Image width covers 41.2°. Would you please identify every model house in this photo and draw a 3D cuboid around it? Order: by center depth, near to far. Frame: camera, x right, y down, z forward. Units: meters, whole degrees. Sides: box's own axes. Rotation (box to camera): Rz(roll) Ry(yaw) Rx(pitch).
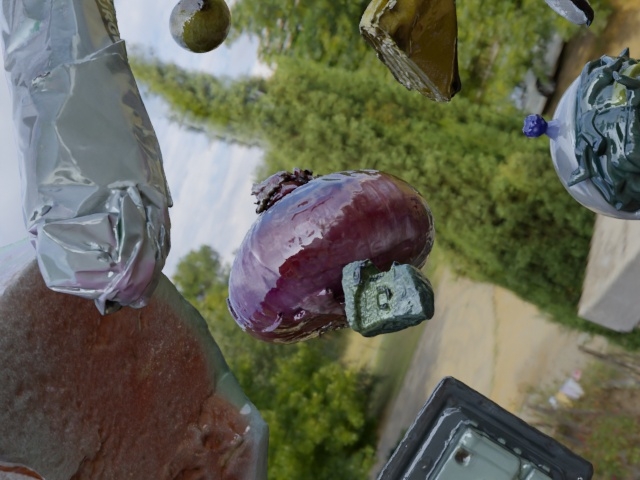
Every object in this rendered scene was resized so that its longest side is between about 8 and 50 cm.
[{"bbox_3d":[0.073,0.054,0.900,0.066,0.083,0.078,32,-134,-46],"label":"model house"}]

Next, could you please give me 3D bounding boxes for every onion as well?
[{"bbox_3d":[0.000,0.000,1.294,0.348,0.285,0.347,-31,-16,-10],"label":"onion"}]

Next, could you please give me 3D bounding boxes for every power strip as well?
[{"bbox_3d":[0.217,0.361,1.192,0.251,0.257,0.092,-60,-5,7],"label":"power strip"}]

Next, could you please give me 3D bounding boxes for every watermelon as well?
[{"bbox_3d":[-0.145,0.152,0.524,0.224,0.305,0.180,-30,26,-3],"label":"watermelon"}]

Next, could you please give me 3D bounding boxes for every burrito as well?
[{"bbox_3d":[-0.106,-0.061,0.364,0.064,0.064,0.203,106,147,-61],"label":"burrito"}]

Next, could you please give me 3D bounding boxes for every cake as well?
[{"bbox_3d":[0.101,-0.224,0.866,0.185,0.080,0.116,23,-86,-53],"label":"cake"}]

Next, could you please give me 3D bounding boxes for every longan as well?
[{"bbox_3d":[-0.137,-0.252,0.967,0.083,0.075,0.075,116,176,-65],"label":"longan"}]

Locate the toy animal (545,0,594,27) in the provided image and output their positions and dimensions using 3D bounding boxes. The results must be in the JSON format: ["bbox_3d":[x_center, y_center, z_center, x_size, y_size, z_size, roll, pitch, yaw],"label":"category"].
[{"bbox_3d":[0.164,-0.255,0.708,0.131,0.127,0.181,-61,-30,-22],"label":"toy animal"}]

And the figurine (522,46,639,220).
[{"bbox_3d":[0.418,-0.097,1.014,0.186,0.382,0.261,-37,50,41],"label":"figurine"}]
